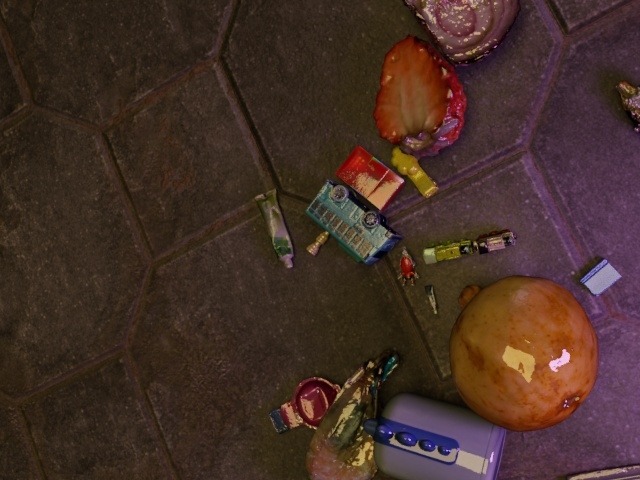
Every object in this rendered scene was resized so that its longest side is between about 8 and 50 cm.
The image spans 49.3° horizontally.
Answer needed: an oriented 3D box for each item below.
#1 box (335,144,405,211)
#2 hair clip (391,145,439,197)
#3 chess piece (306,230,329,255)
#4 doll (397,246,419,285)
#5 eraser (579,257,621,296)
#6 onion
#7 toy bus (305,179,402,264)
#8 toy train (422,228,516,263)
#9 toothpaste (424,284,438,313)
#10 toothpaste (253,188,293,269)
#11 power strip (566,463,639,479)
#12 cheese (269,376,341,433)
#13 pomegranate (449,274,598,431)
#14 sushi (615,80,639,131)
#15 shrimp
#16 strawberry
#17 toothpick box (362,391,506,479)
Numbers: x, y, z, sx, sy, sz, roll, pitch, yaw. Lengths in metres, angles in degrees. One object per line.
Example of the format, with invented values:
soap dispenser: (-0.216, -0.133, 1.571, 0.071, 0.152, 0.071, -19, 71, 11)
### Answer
box: (0.142, -0.177, 2.002, 0.175, 0.048, 0.112, 39, 92, 16)
hair clip: (0.259, -0.197, 1.971, 0.072, 0.046, 0.173, -38, 75, 11)
chess piece: (0.000, 0.000, 2.065, 0.035, 0.035, 0.092, 43, 98, 15)
doll: (0.247, 0.073, 1.973, 0.057, 0.039, 0.114, 1, 100, 48)
eraser: (0.726, 0.096, 1.807, 0.084, 0.027, 0.063, -44, 77, 13)
onion: (0.401, -0.615, 1.890, 0.280, 0.146, 0.315, -32, 71, 2)
toy bus: (0.094, -0.046, 1.983, 0.256, 0.128, 0.147, 41, 101, 17)
toy train: (0.407, 0.017, 1.895, 0.249, 0.085, 0.053, -11, 102, 19)
toothpaste: (0.313, 0.166, 1.957, 0.027, 0.019, 0.083, -21, 80, 42)
toothpaste: (-0.131, -0.032, 2.107, 0.078, 0.047, 0.248, -22, 79, 13)
power strip: (0.772, 0.702, 1.744, 0.251, 0.092, 0.257, -17, 79, 22)
cheese: (-0.039, 0.492, 2.051, 0.244, 0.062, 0.155, -29, 79, 17)
pomegranate: (0.480, 0.259, 1.728, 0.409, 0.410, 0.411, 0, 89, 19)
sushi: (0.824, -0.313, 1.747, 0.226, 0.103, 0.097, 47, 120, 17)
shrimp: (0.113, 0.515, 1.966, 0.221, 0.110, 0.446, 23, 96, -10)
strawberry: (0.284, -0.395, 1.920, 0.265, 0.149, 0.337, -23, 68, 41)
toothpick box: (0.288, 0.532, 1.831, 0.354, 0.263, 0.263, 12, 93, 21)
